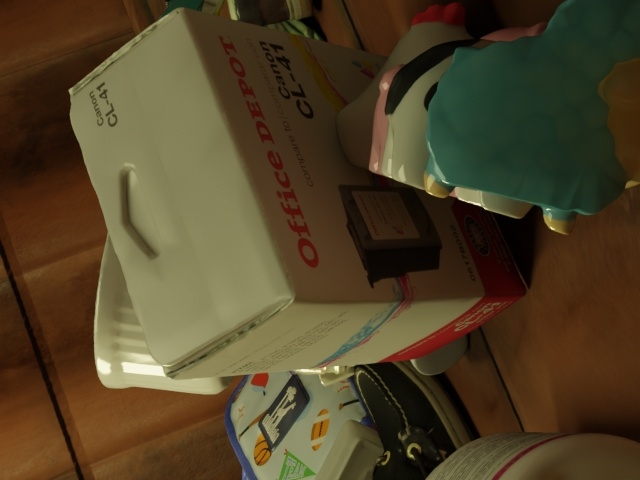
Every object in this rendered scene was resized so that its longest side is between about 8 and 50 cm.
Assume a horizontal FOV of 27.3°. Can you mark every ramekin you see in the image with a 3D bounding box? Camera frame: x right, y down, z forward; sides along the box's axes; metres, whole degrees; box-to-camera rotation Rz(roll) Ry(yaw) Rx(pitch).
[{"bbox_3d":[-0.149,0.041,1.481,0.277,0.135,0.277,10,-90,-84],"label":"ramekin"}]

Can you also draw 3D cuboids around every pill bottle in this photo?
[{"bbox_3d":[0.156,0.218,0.946,0.283,0.160,0.160,136,114,-79],"label":"pill bottle"}]

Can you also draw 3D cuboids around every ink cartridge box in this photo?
[{"bbox_3d":[-0.007,-0.028,0.972,0.306,0.131,0.226,2,-119,-55],"label":"ink cartridge box"}]

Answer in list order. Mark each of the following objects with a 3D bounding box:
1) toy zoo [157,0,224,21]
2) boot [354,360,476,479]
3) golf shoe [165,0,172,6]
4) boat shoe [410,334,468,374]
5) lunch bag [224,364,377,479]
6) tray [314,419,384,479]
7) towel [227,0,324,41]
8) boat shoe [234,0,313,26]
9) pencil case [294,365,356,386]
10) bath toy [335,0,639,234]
[{"bbox_3d":[-0.162,-0.213,1.489,0.192,0.030,0.293,113,-179,-47],"label":"toy zoo"},{"bbox_3d":[0.041,0.300,1.357,0.138,0.284,0.377,86,160,-54],"label":"boot"},{"bbox_3d":[-0.161,-0.360,1.599,0.198,0.077,0.094,94,165,-52],"label":"golf shoe"},{"bbox_3d":[0.091,0.034,1.209,0.076,0.080,0.228,60,174,38],"label":"boat shoe"},{"bbox_3d":[0.015,0.317,1.740,0.328,0.239,0.385,-126,35,-59],"label":"lunch bag"},{"bbox_3d":[0.038,0.329,1.439,0.145,0.270,0.030,25,148,9],"label":"tray"},{"bbox_3d":[-0.050,-0.223,1.572,0.325,0.038,0.248,-121,15,-45],"label":"towel"},{"bbox_3d":[-0.094,-0.334,1.417,0.103,0.092,0.285,84,163,-56],"label":"boat shoe"},{"bbox_3d":[0.000,0.000,1.371,0.410,0.160,0.183,88,174,-60],"label":"pencil case"},{"bbox_3d":[0.102,-0.083,0.770,0.348,0.151,0.129,-145,71,-79],"label":"bath toy"}]
